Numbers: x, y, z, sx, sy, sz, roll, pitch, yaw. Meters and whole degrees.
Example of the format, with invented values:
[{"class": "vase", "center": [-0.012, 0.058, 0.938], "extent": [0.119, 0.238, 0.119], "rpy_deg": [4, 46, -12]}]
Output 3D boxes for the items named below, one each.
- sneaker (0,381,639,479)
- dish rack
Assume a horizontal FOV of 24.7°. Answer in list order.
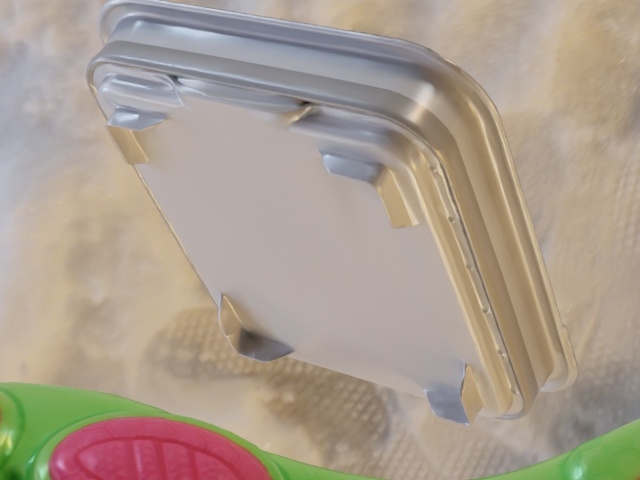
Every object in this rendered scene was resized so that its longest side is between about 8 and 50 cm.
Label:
[{"class": "sneaker", "center": [0.016, 0.156, 0.458], "extent": [0.483, 0.185, 0.202], "rpy_deg": [0, 137, -6]}, {"class": "dish rack", "center": [0.000, 0.000, 0.925], "extent": [0.285, 0.072, 0.333], "rpy_deg": [15, 148, 32]}]
